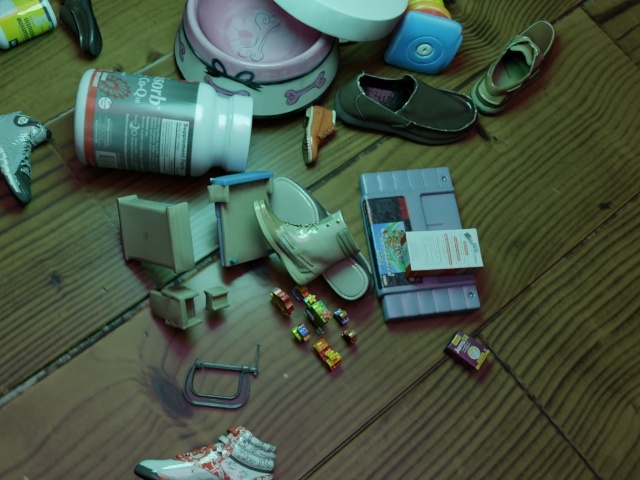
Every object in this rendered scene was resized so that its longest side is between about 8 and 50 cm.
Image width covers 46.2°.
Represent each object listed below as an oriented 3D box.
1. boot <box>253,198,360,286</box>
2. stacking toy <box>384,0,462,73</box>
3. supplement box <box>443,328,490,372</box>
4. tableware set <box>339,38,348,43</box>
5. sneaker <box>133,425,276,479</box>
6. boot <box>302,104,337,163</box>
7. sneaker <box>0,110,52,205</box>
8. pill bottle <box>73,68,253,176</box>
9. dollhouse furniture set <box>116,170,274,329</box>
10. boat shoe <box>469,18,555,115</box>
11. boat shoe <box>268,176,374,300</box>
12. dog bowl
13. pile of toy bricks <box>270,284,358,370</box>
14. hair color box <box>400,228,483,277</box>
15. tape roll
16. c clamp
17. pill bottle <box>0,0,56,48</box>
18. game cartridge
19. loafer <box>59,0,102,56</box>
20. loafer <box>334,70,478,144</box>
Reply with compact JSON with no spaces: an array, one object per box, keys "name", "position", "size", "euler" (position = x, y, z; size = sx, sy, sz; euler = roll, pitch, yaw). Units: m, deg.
[{"name":"boot","position":[-0.030,-0.026,1.586],"size":[0.165,0.077,0.213],"euler":[-31,104,10]},{"name":"stacking toy","position":[0.258,-0.588,1.925],"size":[0.165,0.175,0.302],"euler":[10,54,-13]},{"name":"supplement box","position":[0.324,0.246,1.670],"size":[0.083,0.043,0.055],"euler":[35,70,5]},{"name":"tableware set","position":[0.057,-0.584,1.941],"size":[0.141,0.020,0.169],"euler":[-32,77,-19]},{"name":"sneaker","position":[-0.219,0.432,1.486],"size":[0.270,0.090,0.145],"euler":[17,67,-7]},{"name":"boot","position":[-0.001,-0.252,1.791],"size":[0.084,0.059,0.158],"euler":[9,68,-11]},{"name":"sneaker","position":[-0.644,-0.194,1.643],"size":[0.132,0.086,0.229],"euler":[-24,75,-19]},{"name":"pill bottle","position":[-0.338,-0.251,1.649],"size":[0.362,0.210,0.210],"euler":[5,69,-8]},{"name":"dollhouse furniture set","position":[-0.247,0.001,1.646],"size":[0.303,0.198,0.287],"euler":[-17,110,-41]},{"name":"boat shoe","position":[0.511,-0.454,1.917],"size":[0.122,0.120,0.324],"euler":[37,69,4]},{"name":"boat shoe","position":[0.000,0.000,1.691],"size":[0.112,0.095,0.335],"euler":[-42,76,14]},{"name":"dog bowl","position":[-0.144,-0.497,1.780],"size":[0.407,0.150,0.408],"euler":[3,64,-6]},{"name":"pile of toy bricks","position":[-0.005,0.164,1.610],"size":[0.118,0.105,0.212],"euler":[-37,80,-20]},{"name":"hair color box","position":[0.270,0.028,1.676],"size":[0.167,0.053,0.093],"euler":[-3,69,-10]},{"name":"tape roll","position":[0.022,-0.622,1.746],"size":[0.391,0.072,0.392],"euler":[16,49,-19]},{"name":"c clamp","position":[-0.207,0.285,1.579],"size":[0.160,0.022,0.137],"euler":[2,75,-11]},{"name":"pill bottle","position":[-0.715,-0.506,1.733],"size":[0.184,0.103,0.103],"euler":[-31,78,-18]},{"name":"game cartridge","position":[0.222,0.004,1.735],"size":[0.230,0.068,0.355],"euler":[-4,71,-16]},{"name":"loafer","position":[-0.576,-0.526,1.786],"size":[0.078,0.080,0.220],"euler":[-17,68,-5]},{"name":"loafer","position":[0.222,-0.322,1.807],"size":[0.365,0.130,0.134],"euler":[3,70,-14]}]
